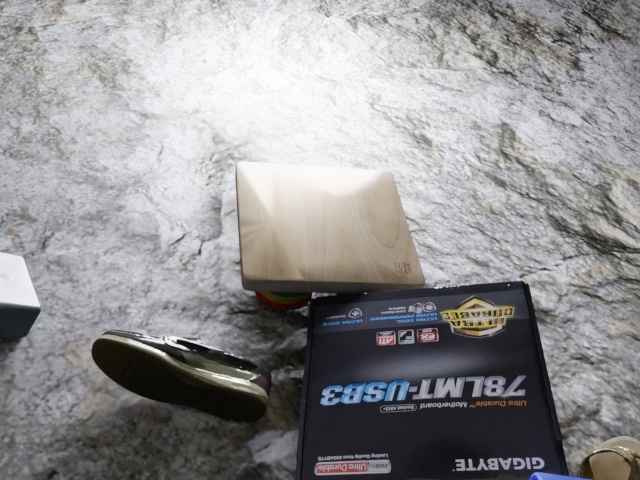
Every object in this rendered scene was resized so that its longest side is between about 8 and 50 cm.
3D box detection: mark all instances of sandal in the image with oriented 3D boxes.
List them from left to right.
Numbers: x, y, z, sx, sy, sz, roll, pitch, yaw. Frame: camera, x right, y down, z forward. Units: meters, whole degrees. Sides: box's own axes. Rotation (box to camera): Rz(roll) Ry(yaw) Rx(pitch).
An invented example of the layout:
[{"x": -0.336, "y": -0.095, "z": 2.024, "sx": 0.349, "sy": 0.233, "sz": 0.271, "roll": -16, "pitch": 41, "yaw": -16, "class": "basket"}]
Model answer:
[{"x": 0.351, "y": 0.293, "z": 0.887, "sx": 0.240, "sy": 0.079, "sz": 0.088, "roll": -22, "pitch": 52, "yaw": -33, "class": "sandal"}]

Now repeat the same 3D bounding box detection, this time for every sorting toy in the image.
[{"x": 0.000, "y": 0.000, "z": 1.110, "sx": 0.256, "sy": 0.089, "sz": 0.257, "roll": 3, "pitch": 43, "yaw": -12, "class": "sorting toy"}]

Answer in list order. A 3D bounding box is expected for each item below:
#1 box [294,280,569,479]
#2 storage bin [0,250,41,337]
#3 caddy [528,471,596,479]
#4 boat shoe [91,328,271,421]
[{"x": 0.126, "y": 0.184, "z": 0.895, "sx": 0.296, "sy": 0.073, "sz": 0.293, "roll": -4, "pitch": 40, "yaw": 9, "class": "box"}, {"x": -0.421, "y": 0.072, "z": 0.931, "sx": 0.091, "sy": 0.098, "sz": 0.135, "roll": 13, "pitch": 32, "yaw": -45, "class": "storage bin"}, {"x": 0.263, "y": 0.378, "z": 0.655, "sx": 0.179, "sy": 0.241, "sz": 0.341, "roll": 10, "pitch": 42, "yaw": 6, "class": "caddy"}, {"x": -0.167, "y": 0.157, "z": 0.908, "sx": 0.224, "sy": 0.080, "sz": 0.073, "roll": 19, "pitch": 36, "yaw": -1, "class": "boat shoe"}]
